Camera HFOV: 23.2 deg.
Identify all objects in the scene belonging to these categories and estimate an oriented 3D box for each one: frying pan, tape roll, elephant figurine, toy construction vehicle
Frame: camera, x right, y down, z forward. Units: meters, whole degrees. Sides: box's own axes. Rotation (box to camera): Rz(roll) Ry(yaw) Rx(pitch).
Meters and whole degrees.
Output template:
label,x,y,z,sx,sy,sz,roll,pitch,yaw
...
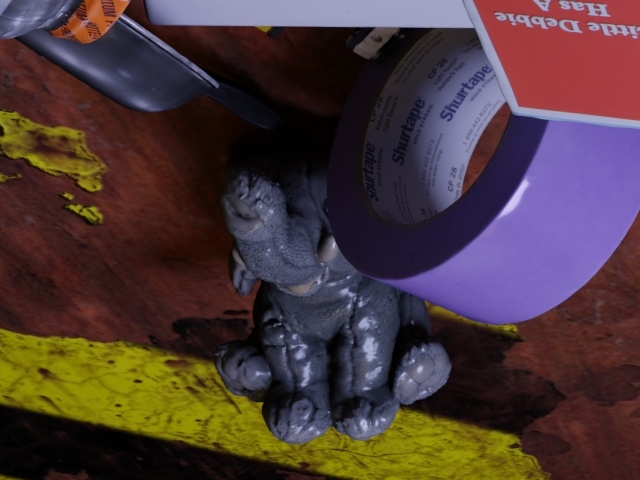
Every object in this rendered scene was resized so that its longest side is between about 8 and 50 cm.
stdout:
label,x,y,z,sx,sy,sz,roll,pitch,yaw
frying pan,-0.133,-0.118,0.860,0.197,0.053,0.326,33,180,9
tape roll,0.092,-0.053,0.864,0.080,0.189,0.189,23,144,-31
elephant figurine,0.000,0.000,1.015,0.169,0.186,0.239,-26,126,-19
toy construction vehicle,0.013,-0.143,0.877,0.086,0.035,0.098,25,141,-16

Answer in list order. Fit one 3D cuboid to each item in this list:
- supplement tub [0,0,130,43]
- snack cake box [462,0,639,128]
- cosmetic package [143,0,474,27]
label,x,y,z,sx,sy,sz,roll,pitch,yaw
supplement tub,-0.164,-0.151,0.616,0.190,0.117,0.117,18,146,-30
snack cake box,0.187,-0.109,0.596,0.264,0.089,0.152,10,157,27
cosmetic package,0.094,-0.214,0.680,0.377,0.097,0.284,1,152,3
